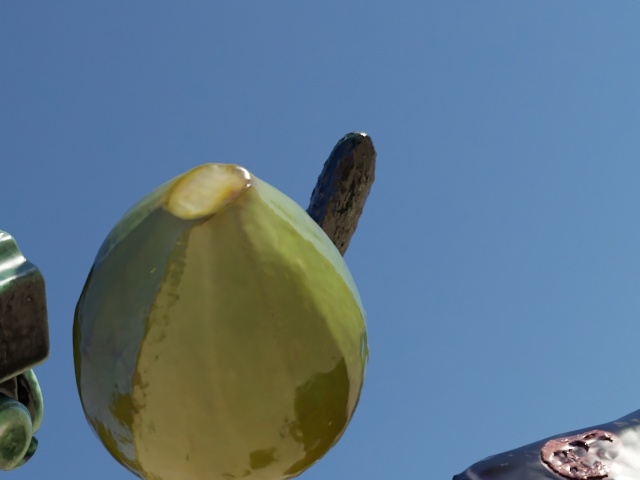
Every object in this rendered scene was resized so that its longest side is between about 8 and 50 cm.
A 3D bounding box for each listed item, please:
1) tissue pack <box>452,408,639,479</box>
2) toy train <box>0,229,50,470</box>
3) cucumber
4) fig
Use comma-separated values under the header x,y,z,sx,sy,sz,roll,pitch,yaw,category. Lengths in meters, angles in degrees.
x,y,z,sx,sy,sz,roll,pitch,yaw,category
0.258,0.233,1.052,0.245,0.332,0.123,-15,-59,-14,tissue pack
-0.357,0.081,1.363,0.167,0.299,0.238,-26,-54,-46,toy train
0.000,0.000,1.962,0.081,0.072,0.303,11,-64,-41,cucumber
-0.071,0.053,1.090,0.207,0.207,0.230,-20,-73,-40,fig
